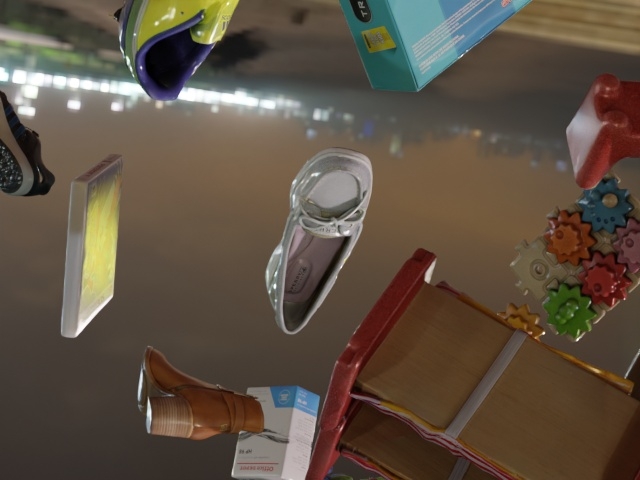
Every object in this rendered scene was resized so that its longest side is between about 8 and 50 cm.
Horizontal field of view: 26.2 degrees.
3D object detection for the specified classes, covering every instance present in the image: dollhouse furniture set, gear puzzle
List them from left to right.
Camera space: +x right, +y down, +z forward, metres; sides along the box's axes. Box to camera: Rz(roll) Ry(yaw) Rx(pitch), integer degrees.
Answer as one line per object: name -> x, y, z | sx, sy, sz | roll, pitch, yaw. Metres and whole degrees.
gear puzzle -> 0.367, 0.054, 2.078 | 0.044, 0.339, 0.175 | -16, -117, -51
dollhouse furniture set -> 0.177, 0.044, 0.933 | 0.201, 0.152, 0.374 | 31, -124, 14

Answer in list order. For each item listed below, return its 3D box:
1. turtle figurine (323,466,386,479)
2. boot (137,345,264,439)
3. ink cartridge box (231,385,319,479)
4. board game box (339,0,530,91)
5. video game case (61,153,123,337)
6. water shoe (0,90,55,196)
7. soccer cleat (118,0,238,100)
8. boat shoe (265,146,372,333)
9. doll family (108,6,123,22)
turtle figurine -> 0.108, 0.519, 2.408 | 0.198, 0.275, 0.266 | -32, -157, 8
boot -> -0.161, 0.206, 1.824 | 0.152, 0.073, 0.197 | 3, -154, -16
ink cartridge box -> -0.071, 0.317, 2.103 | 0.104, 0.180, 0.060 | -8, 153, 38
board game box -> 0.106, -0.373, 1.513 | 0.079, 0.336, 0.254 | 9, -140, 48
video game case -> -0.291, 0.003, 1.765 | 0.023, 0.201, 0.183 | 7, -165, 5
water shoe -> -0.432, -0.141, 1.884 | 0.073, 0.203, 0.080 | -36, 156, 25
soccer cleat -> -0.083, -0.231, 1.155 | 0.093, 0.121, 0.289 | 7, 143, -32
boat shoe -> -0.003, 0.000, 2.011 | 0.118, 0.320, 0.103 | 12, -138, -18
doll family -> -0.246, -0.293, 1.903 | 0.076, 0.111, 0.193 | -34, -128, -12
